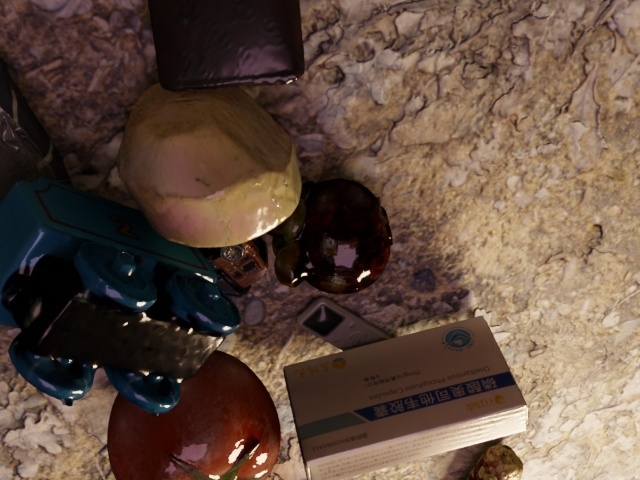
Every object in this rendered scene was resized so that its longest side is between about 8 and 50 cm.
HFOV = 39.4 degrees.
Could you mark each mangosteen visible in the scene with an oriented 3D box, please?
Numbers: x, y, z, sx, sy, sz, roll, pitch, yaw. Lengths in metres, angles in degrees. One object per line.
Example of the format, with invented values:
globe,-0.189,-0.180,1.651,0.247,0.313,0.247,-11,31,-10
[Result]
mangosteen,0.011,0.001,1.243,0.184,0.172,0.172,-27,128,-13

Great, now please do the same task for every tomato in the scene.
tomato,-0.199,0.288,1.376,0.264,0.265,0.265,-5,127,-6

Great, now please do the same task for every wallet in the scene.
wallet,-0.112,-0.290,1.029,0.181,0.049,0.229,-5,102,-1

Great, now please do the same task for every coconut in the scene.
coconut,-0.139,-0.085,1.129,0.197,0.237,0.237,-41,131,-23

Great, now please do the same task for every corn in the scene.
corn,0.307,0.494,1.711,0.086,0.086,0.253,12,124,-18

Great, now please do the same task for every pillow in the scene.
pillow,-0.413,-0.091,1.149,0.161,0.093,0.335,-14,128,8

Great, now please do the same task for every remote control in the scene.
remote control,0.075,0.170,1.465,0.261,0.029,0.067,33,114,-29

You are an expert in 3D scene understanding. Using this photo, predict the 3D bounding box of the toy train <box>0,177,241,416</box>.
toy train,-0.260,0.065,1.102,0.188,0.265,0.300,-52,142,13

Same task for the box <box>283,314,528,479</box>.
box,0.125,0.244,1.391,0.343,0.200,0.065,-14,130,-3

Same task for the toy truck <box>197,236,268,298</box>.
toy truck,-0.166,0.046,1.299,0.192,0.083,0.092,-31,125,15
